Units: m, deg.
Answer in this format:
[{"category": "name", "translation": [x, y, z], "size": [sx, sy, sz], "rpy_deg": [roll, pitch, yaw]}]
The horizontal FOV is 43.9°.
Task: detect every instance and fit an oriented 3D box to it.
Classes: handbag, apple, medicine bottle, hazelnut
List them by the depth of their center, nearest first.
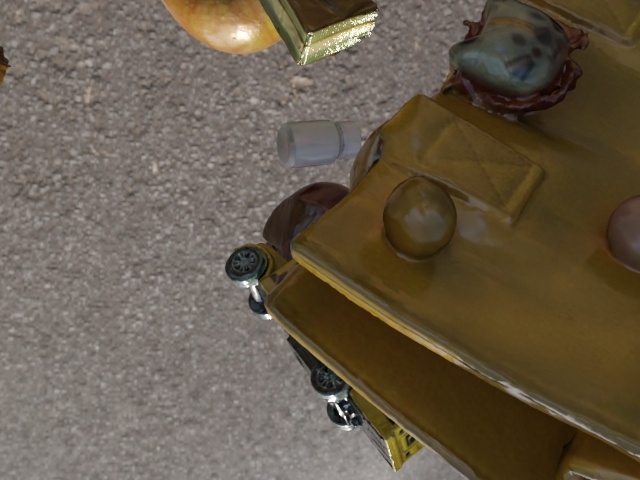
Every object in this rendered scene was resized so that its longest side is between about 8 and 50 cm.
[{"category": "handbag", "translation": [0.182, -0.034, 0.445], "size": [0.283, 0.401, 0.133], "rpy_deg": [33, 145, 14]}, {"category": "medicine bottle", "translation": [-0.002, -0.112, 0.911], "size": [0.089, 0.052, 0.052], "rpy_deg": [-9, 147, -23]}, {"category": "hazelnut", "translation": [0.000, 0.000, 1.289], "size": [0.178, 0.178, 0.204], "rpy_deg": [5, 118, -17]}, {"category": "apple", "translation": [-0.145, -0.470, 1.402], "size": [0.286, 0.286, 0.233], "rpy_deg": [-15, 170, 9]}]

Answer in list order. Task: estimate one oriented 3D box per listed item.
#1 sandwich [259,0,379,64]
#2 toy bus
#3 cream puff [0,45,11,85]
[{"category": "sandwich", "translation": [-0.014, -0.333, 1.070], "size": [0.113, 0.163, 0.079], "rpy_deg": [-24, 163, -22]}, {"category": "toy bus", "translation": [0.014, 0.120, 0.986], "size": [0.123, 0.335, 0.121], "rpy_deg": [-35, 145, -10]}, {"category": "cream puff", "translation": [-0.496, -0.219, 0.962], "size": [0.155, 0.241, 0.269], "rpy_deg": [-7, 121, 54]}]
